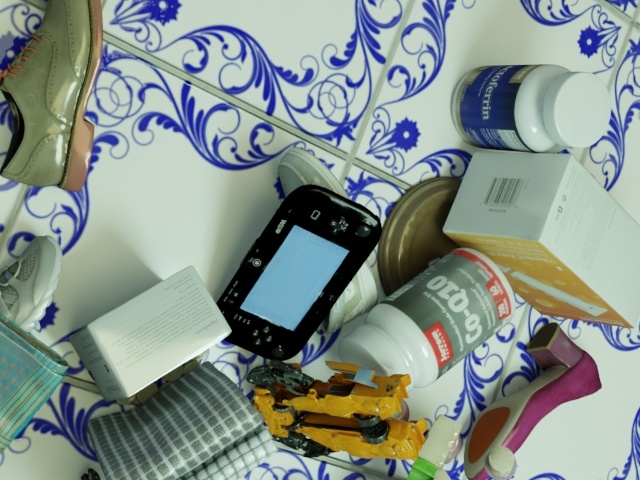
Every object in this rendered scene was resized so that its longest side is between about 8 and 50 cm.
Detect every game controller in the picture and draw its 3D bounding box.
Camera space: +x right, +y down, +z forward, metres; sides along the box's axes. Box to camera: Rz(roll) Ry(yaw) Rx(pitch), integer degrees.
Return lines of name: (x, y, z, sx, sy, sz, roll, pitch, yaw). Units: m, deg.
game controller: (-0.043, 0.055, 1.685, 0.166, 0.067, 0.319, 21, 117, -27)

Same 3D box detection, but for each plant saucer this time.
plant saucer: (0.228, 0.023, 1.937, 0.278, 0.041, 0.278, -6, 101, -30)

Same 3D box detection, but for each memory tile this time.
memory tile: (-0.253, 0.206, 1.694, 0.148, 0.012, 0.113, 6, 94, -30)

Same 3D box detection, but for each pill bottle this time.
pill bottle: (0.363, -0.228, 1.846, 0.153, 0.264, 0.153, -5, 99, -30)
pill bottle: (0.179, 0.147, 1.799, 0.283, 0.161, 0.161, -34, 113, -26)

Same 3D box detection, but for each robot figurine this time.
robot figurine: (0.018, 0.271, 1.725, 0.085, 0.291, 0.211, -53, 135, -42)

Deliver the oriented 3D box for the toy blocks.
toy blocks: (0.181, 0.455, 1.855, 0.289, 0.309, 0.260, -59, 162, -18)

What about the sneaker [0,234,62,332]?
sneaker: (-0.471, 0.100, 1.495, 0.115, 0.105, 0.281, 42, 77, -29)

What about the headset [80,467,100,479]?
headset: (-0.457, 0.516, 1.573, 0.394, 0.185, 0.243, -46, 114, 0)

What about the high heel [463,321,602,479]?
high heel: (0.416, 0.344, 2.022, 0.181, 0.127, 0.377, 48, 64, -16)

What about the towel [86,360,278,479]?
towel: (-0.213, 0.291, 1.568, 0.235, 0.283, 0.121, -34, 107, -13)

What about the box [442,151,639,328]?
box: (0.419, 0.001, 1.905, 0.345, 0.215, 0.168, 36, 71, -38)

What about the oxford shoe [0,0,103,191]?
oxford shoe: (-0.381, -0.244, 1.491, 0.130, 0.123, 0.348, 3, 95, -25)

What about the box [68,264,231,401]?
box: (-0.254, 0.140, 1.573, 0.182, 0.181, 0.119, -31, 92, -24)

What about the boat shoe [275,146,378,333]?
boat shoe: (-0.001, 0.001, 1.755, 0.103, 0.118, 0.320, -33, 119, -27)

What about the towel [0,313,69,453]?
towel: (-0.556, 0.236, 1.439, 0.271, 0.040, 0.370, 40, 90, -20)
